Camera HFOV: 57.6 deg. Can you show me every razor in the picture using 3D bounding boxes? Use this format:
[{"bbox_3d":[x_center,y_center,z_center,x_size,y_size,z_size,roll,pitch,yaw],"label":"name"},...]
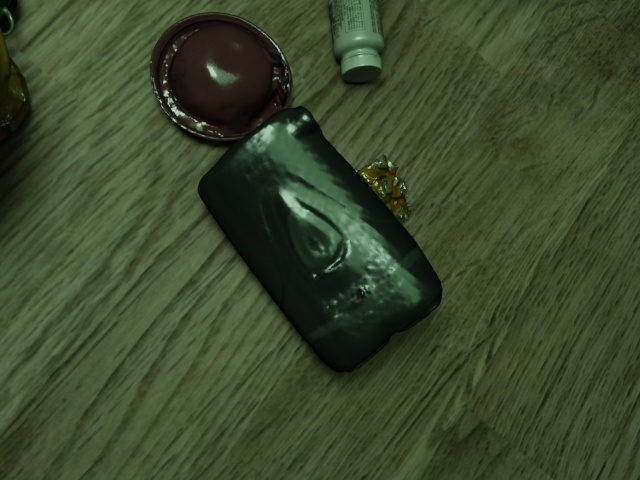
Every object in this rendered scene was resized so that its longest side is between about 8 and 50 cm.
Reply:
[{"bbox_3d":[0.001,0.001,0.788,0.204,0.113,0.349,-37,91,7],"label":"razor"}]

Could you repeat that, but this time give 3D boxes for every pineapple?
[{"bbox_3d":[0.082,-0.077,0.858,0.069,0.137,0.116,-39,51,-21],"label":"pineapple"}]

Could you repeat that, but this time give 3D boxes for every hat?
[{"bbox_3d":[-0.135,-0.237,0.821,0.206,0.089,0.205,3,80,-16],"label":"hat"}]

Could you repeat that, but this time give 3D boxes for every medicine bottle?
[{"bbox_3d":[0.056,-0.321,0.893,0.079,0.079,0.139,-4,82,-16],"label":"medicine bottle"}]

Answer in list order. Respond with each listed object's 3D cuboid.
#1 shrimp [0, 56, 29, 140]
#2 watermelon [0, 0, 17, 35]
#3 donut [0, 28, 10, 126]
[{"bbox_3d":[-0.514,-0.174,0.732,0.262,0.051,0.198,-34,82,-14],"label":"shrimp"},{"bbox_3d":[-0.438,-0.319,0.742,0.109,0.109,0.108,3,80,-15],"label":"watermelon"},{"bbox_3d":[-0.529,-0.175,0.595,0.450,0.198,0.448,-2,80,8],"label":"donut"}]
